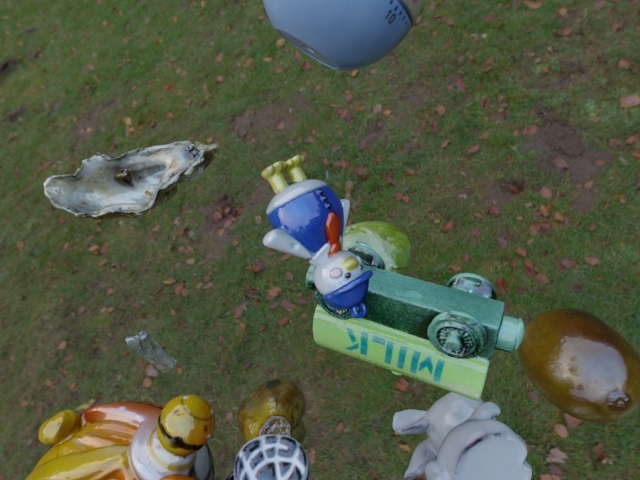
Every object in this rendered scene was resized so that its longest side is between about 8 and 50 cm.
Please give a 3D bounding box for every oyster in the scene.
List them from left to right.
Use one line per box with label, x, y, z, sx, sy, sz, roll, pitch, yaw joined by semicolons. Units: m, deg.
oyster;-0.382;-0.129;0.865;0.341;0.110;0.166;-32;80;-17

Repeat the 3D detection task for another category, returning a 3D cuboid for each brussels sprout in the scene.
brussels sprout;0.120;0.070;1.197;0.328;0.328;0.247;-28;72;7

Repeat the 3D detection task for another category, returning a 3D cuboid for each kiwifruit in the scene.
kiwifruit;0.510;0.243;0.799;0.196;0.196;0.234;-30;18;6

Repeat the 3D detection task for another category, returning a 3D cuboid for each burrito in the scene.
burrito;-0.428;0.284;1.038;0.051;0.171;0.042;-28;37;-4

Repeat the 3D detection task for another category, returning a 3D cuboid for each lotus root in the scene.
lotus root;-0.111;0.448;1.032;0.193;0.291;0.193;0;80;-1

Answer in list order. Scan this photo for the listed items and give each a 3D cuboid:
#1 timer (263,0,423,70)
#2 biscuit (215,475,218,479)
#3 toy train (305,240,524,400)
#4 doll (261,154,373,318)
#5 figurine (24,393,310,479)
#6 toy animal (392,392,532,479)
timer;0.049;-0.277;0.361;0.255;0.175;0.175;-47;49;36
biscuit;-0.231;0.411;0.656;0.082;0.168;0.070;25;80;23
toy train;0.099;0.105;0.491;0.253;0.157;0.105;13;35;23
doll;0.000;0.000;0.332;0.058;0.099;0.142;-29;88;48
figurine;-0.187;0.303;0.464;0.323;0.196;0.319;14;99;-4
toy animal;0.223;0.334;0.657;0.179;0.193;0.127;-22;95;-14
